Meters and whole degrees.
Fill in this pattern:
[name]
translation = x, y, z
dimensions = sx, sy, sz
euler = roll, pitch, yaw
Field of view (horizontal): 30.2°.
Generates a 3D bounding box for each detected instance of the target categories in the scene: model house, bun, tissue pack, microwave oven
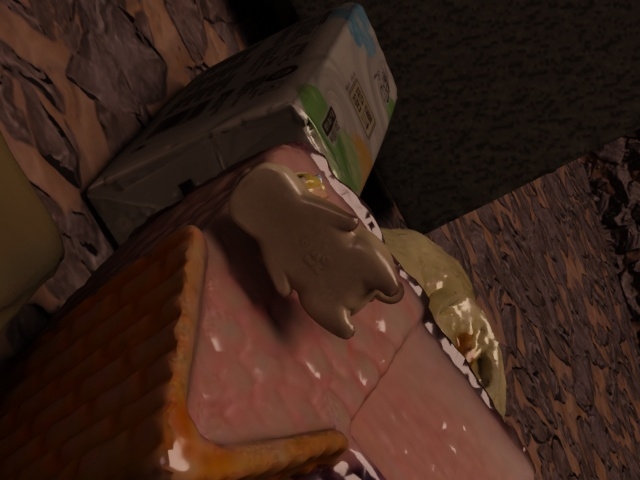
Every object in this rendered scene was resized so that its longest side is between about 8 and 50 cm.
[model house]
translation = -0.052, 0.121, 0.552
dimensions = 0.237, 0.202, 0.237
euler = 56, 29, -9
[bun]
translation = 0.066, 0.097, 0.944
dimensions = 0.244, 0.153, 0.243
euler = -18, 90, -72
[tissue pack]
translation = -0.031, -0.049, 0.834
dimensions = 0.145, 0.159, 0.229
euler = 61, 22, -19
[microwave oven]
translation = 0.123, -0.269, 1.139
dimensions = 0.432, 0.375, 0.236
euler = 62, 12, -5

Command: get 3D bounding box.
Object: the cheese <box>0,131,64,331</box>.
[cheese]
translation = -0.199, -0.027, 0.507
dimensions = 0.202, 0.091, 0.175
euler = 64, 20, -10

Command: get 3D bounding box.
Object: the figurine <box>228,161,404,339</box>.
[figurine]
translation = 0.000, 0.000, 0.500
dimensions = 0.083, 0.047, 0.050
euler = 50, 14, 2
